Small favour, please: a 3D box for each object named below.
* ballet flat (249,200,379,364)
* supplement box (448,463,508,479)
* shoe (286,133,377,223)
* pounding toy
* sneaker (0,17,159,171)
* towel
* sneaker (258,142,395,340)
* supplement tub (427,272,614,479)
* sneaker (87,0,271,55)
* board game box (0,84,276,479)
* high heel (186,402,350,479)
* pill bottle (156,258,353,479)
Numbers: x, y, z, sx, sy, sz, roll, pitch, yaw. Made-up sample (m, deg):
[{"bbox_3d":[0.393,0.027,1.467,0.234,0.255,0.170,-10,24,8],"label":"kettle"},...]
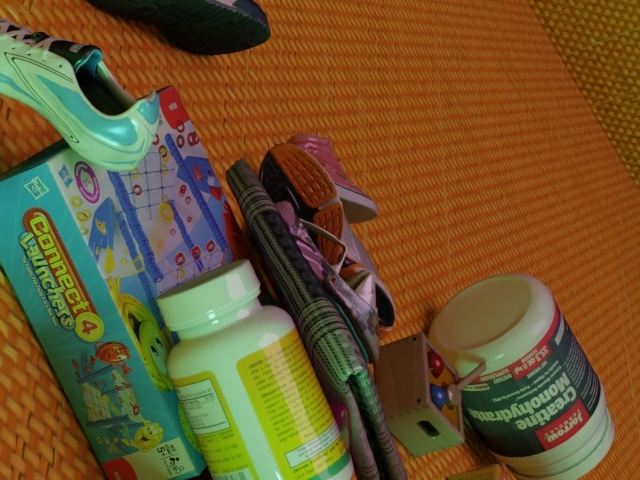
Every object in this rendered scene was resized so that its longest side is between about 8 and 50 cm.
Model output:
[{"bbox_3d":[0.012,0.042,1.871,0.221,0.079,0.077,49,-19,-11],"label":"ballet flat"},{"bbox_3d":[0.210,0.401,2.091,0.078,0.080,0.233,57,22,-34],"label":"supplement box"},{"bbox_3d":[0.016,-0.079,2.069,0.178,0.063,0.081,24,54,-56],"label":"shoe"},{"bbox_3d":[0.146,0.194,2.088,0.141,0.100,0.130,48,31,-43],"label":"pounding toy"},{"bbox_3d":[-0.238,-0.150,1.378,0.237,0.086,0.085,33,23,7],"label":"sneaker"},{"bbox_3d":[-0.004,0.115,1.682,0.312,0.056,0.324,59,-6,38],"label":"towel"},{"bbox_3d":[0.000,0.000,1.954,0.121,0.099,0.262,-99,164,-77],"label":"sneaker"},{"bbox_3d":[0.288,0.199,2.301,0.272,0.191,0.191,57,25,-28],"label":"supplement tub"},{"bbox_3d":[-0.154,-0.298,1.794,0.319,0.112,0.131,23,53,-63],"label":"sneaker"},{"bbox_3d":[-0.161,0.037,1.511,0.302,0.086,0.308,65,22,-11],"label":"board game box"},{"bbox_3d":[0.018,0.325,1.550,0.377,0.181,0.127,59,24,-24],"label":"high heel"},{"bbox_3d":[-0.061,0.128,1.388,0.208,0.118,0.117,67,21,-6],"label":"pill bottle"}]
